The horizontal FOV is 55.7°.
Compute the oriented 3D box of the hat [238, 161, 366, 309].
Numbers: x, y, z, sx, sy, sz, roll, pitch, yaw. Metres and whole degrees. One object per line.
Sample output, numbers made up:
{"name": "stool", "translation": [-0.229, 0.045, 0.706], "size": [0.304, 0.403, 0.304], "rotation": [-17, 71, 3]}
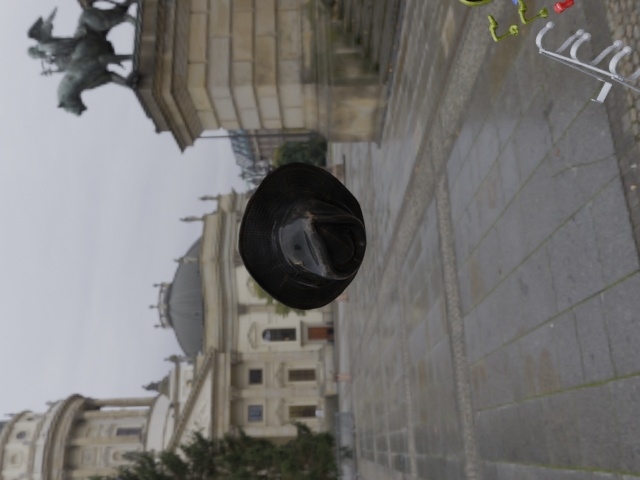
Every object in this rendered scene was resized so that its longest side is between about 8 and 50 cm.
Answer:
{"name": "hat", "translation": [0.000, 0.000, 1.258], "size": [0.134, 0.332, 0.331], "rotation": [11, 106, 55]}

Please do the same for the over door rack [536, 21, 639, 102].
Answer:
{"name": "over door rack", "translation": [0.677, -0.391, 1.394], "size": [0.108, 0.324, 0.239], "rotation": [-58, 39, 14]}

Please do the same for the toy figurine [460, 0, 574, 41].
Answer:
{"name": "toy figurine", "translation": [0.468, -0.562, 1.345], "size": [0.191, 0.363, 0.217], "rotation": [58, -177, 1]}
